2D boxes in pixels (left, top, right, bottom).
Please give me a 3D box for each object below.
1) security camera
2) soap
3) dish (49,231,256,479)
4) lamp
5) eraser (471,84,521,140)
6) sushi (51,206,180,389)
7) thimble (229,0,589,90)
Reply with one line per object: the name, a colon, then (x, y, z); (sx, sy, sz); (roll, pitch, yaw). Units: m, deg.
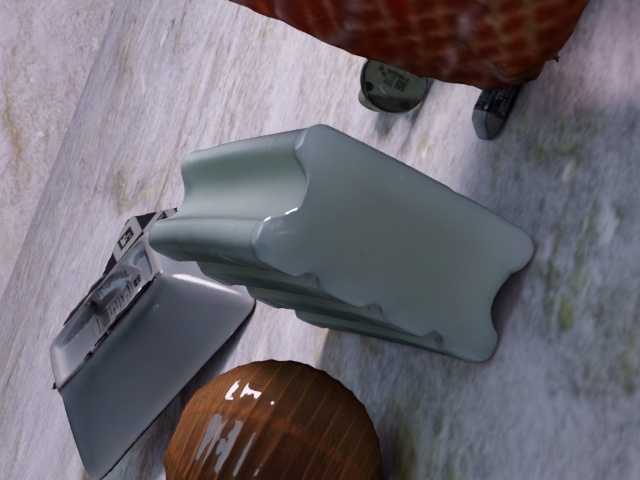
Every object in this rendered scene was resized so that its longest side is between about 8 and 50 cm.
security camera: (0.050, -0.129, 1.016); (0.058, 0.058, 0.092); (-65, 11, -2)
soap: (0.000, 0.000, 0.811); (0.088, 0.159, 0.265); (-66, 19, -8)
dish: (-0.183, 0.084, 1.204); (0.243, 0.080, 0.182); (-48, 32, 11)
lamp: (-0.028, 0.139, 0.755); (0.136, 0.136, 0.136); (-52, 23, 32)
eraser: (0.127, -0.115, 0.838); (0.099, 0.019, 0.027); (-63, 19, 0)
sushi: (-0.171, 0.069, 1.325); (0.231, 0.047, 0.220); (-8, 55, 51)
thimble: (0.071, -0.279, 0.743); (0.350, 0.230, 0.350); (-160, 90, -85)
